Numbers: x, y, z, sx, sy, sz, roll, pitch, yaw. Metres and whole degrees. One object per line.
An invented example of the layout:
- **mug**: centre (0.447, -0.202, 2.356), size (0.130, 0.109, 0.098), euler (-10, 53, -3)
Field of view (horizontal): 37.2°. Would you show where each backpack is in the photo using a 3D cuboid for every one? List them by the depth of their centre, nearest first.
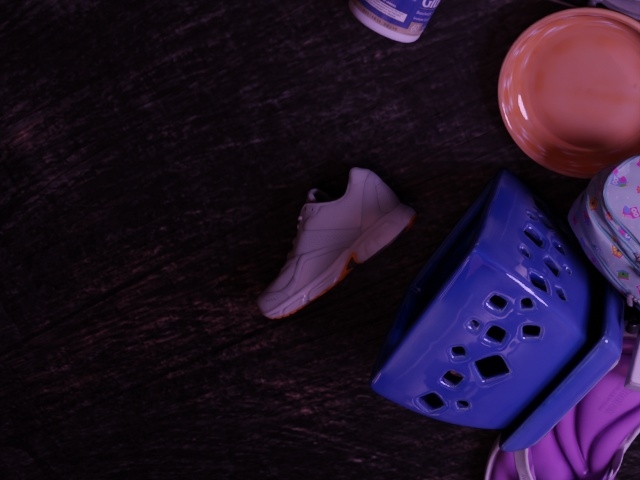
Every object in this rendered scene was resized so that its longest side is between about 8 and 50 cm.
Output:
- **backpack**: centre (0.362, -0.004, 1.034), size (0.182, 0.152, 0.115), euler (51, 152, 14)

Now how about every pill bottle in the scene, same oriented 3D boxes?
- **pill bottle**: centre (0.107, -0.315, 1.056), size (0.094, 0.094, 0.169), euler (33, 122, 5)

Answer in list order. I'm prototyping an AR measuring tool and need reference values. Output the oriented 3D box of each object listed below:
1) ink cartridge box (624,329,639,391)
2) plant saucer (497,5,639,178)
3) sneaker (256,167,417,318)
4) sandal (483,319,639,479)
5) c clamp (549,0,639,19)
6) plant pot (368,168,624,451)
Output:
- **ink cartridge box**: centre (0.429, 0.097, 1.103), size (0.104, 0.060, 0.180), euler (16, 77, 16)
- **plant saucer**: centre (0.300, -0.167, 1.068), size (0.200, 0.037, 0.199), euler (13, 122, 22)
- **sneaker**: centre (0.000, 0.000, 1.259), size (0.262, 0.099, 0.121), euler (-38, 88, 24)
- **sandal**: centre (0.320, 0.278, 1.240), size (0.169, 0.102, 0.416), euler (25, 121, 11)
- **c clamp**: centre (0.329, -0.303, 1.011), size (0.137, 0.022, 0.160), euler (27, 121, 9)
- **plant pot**: centre (0.221, 0.093, 1.125), size (0.212, 0.236, 0.236), euler (33, 122, -1)
